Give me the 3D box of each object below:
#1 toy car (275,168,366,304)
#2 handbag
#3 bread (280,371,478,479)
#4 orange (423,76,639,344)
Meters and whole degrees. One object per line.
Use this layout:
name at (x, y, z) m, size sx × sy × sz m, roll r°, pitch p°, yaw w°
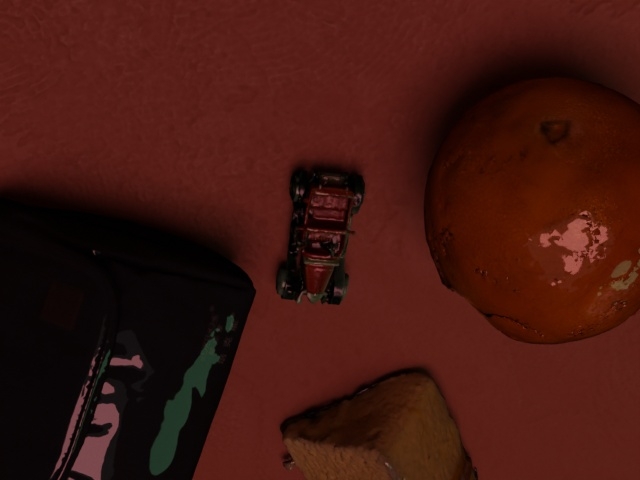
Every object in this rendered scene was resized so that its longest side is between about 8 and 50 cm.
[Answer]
toy car at (0.000, 0.000, 1.370) m, size 0.073 × 0.054 × 0.143 m, roll 6°, pitch 117°, yaw -9°
handbag at (-0.228, 0.125, 1.307) m, size 0.275 × 0.178 × 0.302 m, roll 19°, pitch 93°, yaw -21°
bread at (0.092, 0.279, 1.507) m, size 0.178 × 0.142 × 0.266 m, roll -32°, pitch 120°, yaw -7°
orange at (0.210, -0.028, 1.280) m, size 0.240 × 0.240 × 0.240 m, roll -3°, pitch 119°, yaw -5°
